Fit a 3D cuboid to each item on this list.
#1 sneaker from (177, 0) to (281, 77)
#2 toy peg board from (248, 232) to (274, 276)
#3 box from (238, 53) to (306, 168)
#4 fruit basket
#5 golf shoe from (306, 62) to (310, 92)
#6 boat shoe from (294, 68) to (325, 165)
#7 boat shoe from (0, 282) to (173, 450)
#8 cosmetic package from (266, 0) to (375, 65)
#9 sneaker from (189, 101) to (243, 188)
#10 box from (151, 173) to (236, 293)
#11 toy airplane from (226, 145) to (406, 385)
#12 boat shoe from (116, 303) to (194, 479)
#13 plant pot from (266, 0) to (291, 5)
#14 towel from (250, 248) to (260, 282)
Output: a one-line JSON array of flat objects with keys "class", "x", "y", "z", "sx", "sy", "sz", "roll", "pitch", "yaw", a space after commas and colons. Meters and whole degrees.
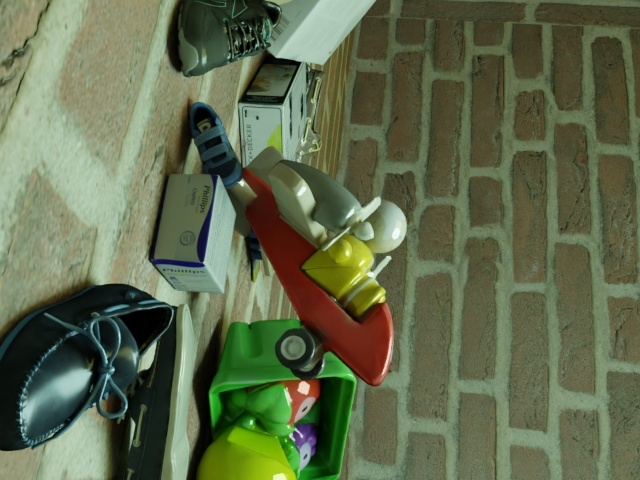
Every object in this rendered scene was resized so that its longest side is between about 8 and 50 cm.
[{"class": "sneaker", "x": -0.127, "y": -0.302, "z": 1.000, "sx": 0.267, "sy": 0.106, "sz": 0.101, "roll": -74, "pitch": 169, "yaw": -56}, {"class": "toy peg board", "x": -0.115, "y": -0.038, "z": 1.504, "sx": 0.161, "sy": 0.079, "sz": 0.161, "roll": -57, "pitch": 149, "yaw": -44}, {"class": "box", "x": -0.091, "y": -0.256, "z": 1.453, "sx": 0.290, "sy": 0.087, "sz": 0.169, "roll": -76, "pitch": 169, "yaw": -58}, {"class": "fruit basket", "x": -0.087, "y": 0.367, "z": 1.244, "sx": 0.392, "sy": 0.282, "sz": 0.392, "roll": 177, "pitch": -90, "yaw": -82}, {"class": "golf shoe", "x": -0.051, "y": -0.417, "z": 1.736, "sx": 0.094, "sy": 0.077, "sz": 0.198, "roll": 12, "pitch": 84, "yaw": -76}, {"class": "boat shoe", "x": -0.045, "y": -0.280, "z": 1.835, "sx": 0.116, "sy": 0.096, "sz": 0.325, "roll": -44, "pitch": 138, "yaw": -80}, {"class": "boat shoe", "x": -0.202, "y": 0.092, "z": 0.630, "sx": 0.258, "sy": 0.089, "sz": 0.109, "roll": -71, "pitch": 165, "yaw": -67}, {"class": "cosmetic package", "x": 0.049, "y": -0.517, "z": 1.364, "sx": 0.377, "sy": 0.097, "sz": 0.284, "roll": -48, "pitch": 172, "yaw": 20}, {"class": "sneaker", "x": -0.152, "y": -0.134, "z": 0.991, "sx": 0.059, "sy": 0.053, "sz": 0.144, "roll": 71, "pitch": -8, "yaw": -60}, {"class": "box", "x": -0.168, "y": -0.007, "z": 0.965, "sx": 0.137, "sy": 0.072, "sz": 0.126, "roll": 81, "pitch": 13, "yaw": -68}, {"class": "toy airplane", "x": 0.000, "y": 0.000, "z": 1.132, "sx": 0.384, "sy": 0.272, "sz": 0.386, "roll": 64, "pitch": -2, "yaw": -24}, {"class": "boat shoe", "x": -0.195, "y": 0.198, "z": 0.836, "sx": 0.095, "sy": 0.079, "sz": 0.255, "roll": -68, "pitch": 164, "yaw": -79}, {"class": "plant pot", "x": -0.107, "y": -0.430, "z": 1.138, "sx": 0.096, "sy": 0.109, "sz": 0.109, "roll": -61, "pitch": 158, "yaw": -46}, {"class": "towel", "x": -0.143, "y": 0.046, "z": 1.556, "sx": 0.060, "sy": 0.009, "sz": 0.083, "roll": -75, "pitch": 167, "yaw": -58}]
